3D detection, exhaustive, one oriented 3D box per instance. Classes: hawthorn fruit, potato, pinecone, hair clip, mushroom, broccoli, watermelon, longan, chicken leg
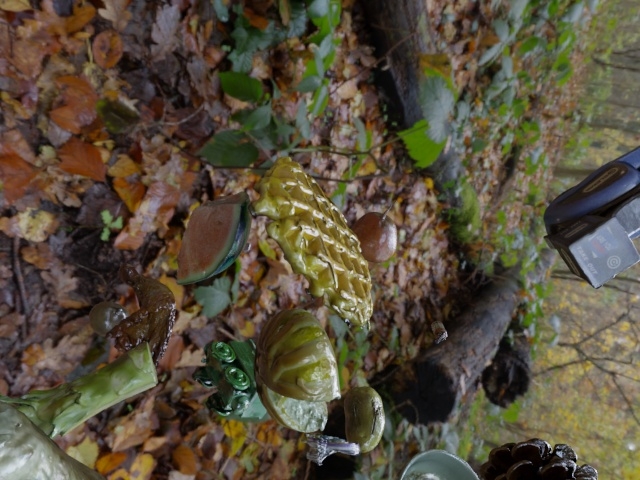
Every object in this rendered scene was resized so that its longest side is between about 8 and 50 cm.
[{"bbox_3d":[0.151,-0.023,1.408,0.149,0.149,0.189,-52,144,-39],"label":"hawthorn fruit"},{"bbox_3d":[0.167,0.685,1.867,0.143,0.169,0.249,29,48,-28],"label":"potato"},{"bbox_3d":[0.447,0.525,0.939,0.309,0.243,0.244,-98,-158,-83],"label":"pinecone"},{"bbox_3d":[0.025,0.448,1.043,0.172,0.115,0.049,31,69,-54],"label":"hair clip"},{"bbox_3d":[-0.351,0.303,0.590,0.130,0.247,0.344,-73,147,-45],"label":"mushroom"},{"bbox_3d":[-0.464,0.305,0.839,0.361,0.221,0.252,-28,173,4],"label":"broccoli"},{"bbox_3d":[-0.197,0.004,1.005,0.128,0.146,0.231,18,89,-37],"label":"watermelon"},{"bbox_3d":[-0.582,0.214,1.335,0.113,0.113,0.092,80,1,-46],"label":"longan"},{"bbox_3d":[-0.467,0.195,1.273,0.083,0.177,0.323,88,-2,-58],"label":"chicken leg"}]

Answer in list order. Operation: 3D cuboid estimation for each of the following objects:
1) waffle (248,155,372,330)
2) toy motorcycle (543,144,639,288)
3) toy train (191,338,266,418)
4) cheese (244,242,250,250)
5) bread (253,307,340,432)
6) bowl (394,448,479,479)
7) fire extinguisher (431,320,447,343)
[{"bbox_3d":[0.000,0.000,1.025,0.380,0.095,0.382,52,16,-22],"label":"waffle"},{"bbox_3d":[0.526,-0.076,0.759,0.358,0.125,0.213,-36,-171,8],"label":"toy motorcycle"},{"bbox_3d":[-0.267,0.422,1.488,0.201,0.266,0.145,19,110,-45],"label":"toy train"},{"bbox_3d":[-0.334,0.013,1.693,0.037,0.191,0.097,60,38,-63],"label":"cheese"},{"bbox_3d":[-0.079,0.324,1.217,0.159,0.333,0.334,-7,117,-26],"label":"bread"},{"bbox_3d":[0.296,0.726,1.307,0.289,0.289,0.146,-56,-178,-33],"label":"bowl"},{"bbox_3d":[0.452,0.351,1.842,0.062,0.050,0.177,-49,175,8],"label":"fire extinguisher"}]
